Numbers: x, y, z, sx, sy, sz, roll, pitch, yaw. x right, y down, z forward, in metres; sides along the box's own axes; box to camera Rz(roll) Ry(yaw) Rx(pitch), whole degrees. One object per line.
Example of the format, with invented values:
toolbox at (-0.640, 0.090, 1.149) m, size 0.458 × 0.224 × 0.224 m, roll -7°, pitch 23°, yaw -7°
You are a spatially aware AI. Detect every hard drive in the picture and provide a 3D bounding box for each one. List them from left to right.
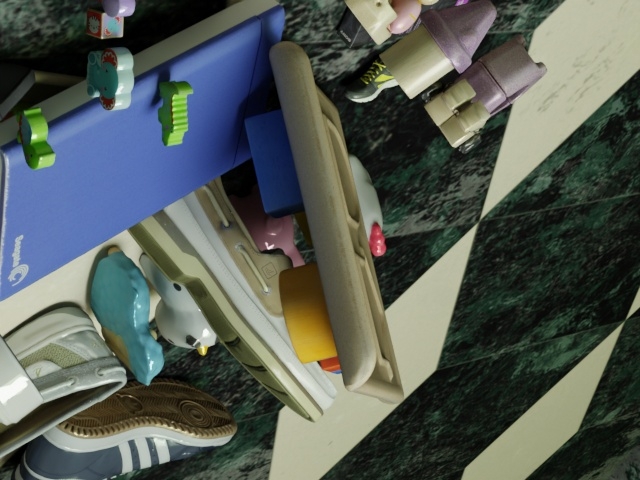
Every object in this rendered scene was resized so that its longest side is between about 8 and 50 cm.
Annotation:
hard drive at (-0.175, -0.086, 1.670) m, size 0.319 × 0.040 × 0.210 m, roll -32°, pitch 154°, yaw -33°

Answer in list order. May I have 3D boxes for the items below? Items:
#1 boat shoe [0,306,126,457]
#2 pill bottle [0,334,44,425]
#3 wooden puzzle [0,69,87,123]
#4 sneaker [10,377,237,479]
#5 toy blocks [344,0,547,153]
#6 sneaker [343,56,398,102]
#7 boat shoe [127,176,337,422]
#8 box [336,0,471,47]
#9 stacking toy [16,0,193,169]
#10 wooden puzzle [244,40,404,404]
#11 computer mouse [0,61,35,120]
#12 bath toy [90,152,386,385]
boat shoe at (-0.353, 0.199, 1.901) m, size 0.320 × 0.103 × 0.118 m, roll -36°, pitch 154°, yaw -8°
pill bottle at (-0.419, 0.187, 1.719) m, size 0.301 × 0.169 × 0.169 m, roll -35°, pitch 154°, yaw -10°
wooden puzzle at (-0.270, -0.056, 1.668) m, size 0.238 × 0.044 × 0.221 m, roll -51°, pitch 152°, yaw 23°
sneaker at (-0.236, 0.249, 2.139) m, size 0.282 × 0.099 × 0.153 m, roll 3°, pitch 127°, yaw -46°
toy blocks at (0.121, -0.274, 1.467) m, size 0.260 × 0.309 × 0.288 m, roll -36°, pitch 175°, yaw 7°
sneaker at (0.058, -0.176, 1.936) m, size 0.083 × 0.031 × 0.035 m, roll -30°, pitch 140°, yaw -27°
boat shoe at (-0.071, 0.048, 1.843) m, size 0.103 × 0.302 × 0.113 m, roll -42°, pitch -165°, yaw -16°
box at (0.101, -0.258, 1.856) m, size 0.162 × 0.029 × 0.116 m, roll -16°, pitch 146°, yaw -38°
stacking toy at (-0.170, -0.171, 1.511) m, size 0.167 × 0.052 × 0.221 m, roll -14°, pitch 116°, yaw -41°
wooden puzzle at (0.000, 0.000, 1.774) m, size 0.080 × 0.322 × 0.348 m, roll -13°, pitch 170°, yaw 4°
computer mouse at (-0.341, -0.054, 1.448) m, size 0.262 × 0.060 × 0.184 m, roll -33°, pitch -163°, yaw 43°
bath toy at (-0.071, 0.027, 1.971) m, size 0.348 × 0.129 × 0.151 m, roll -27°, pitch 152°, yaw -26°
